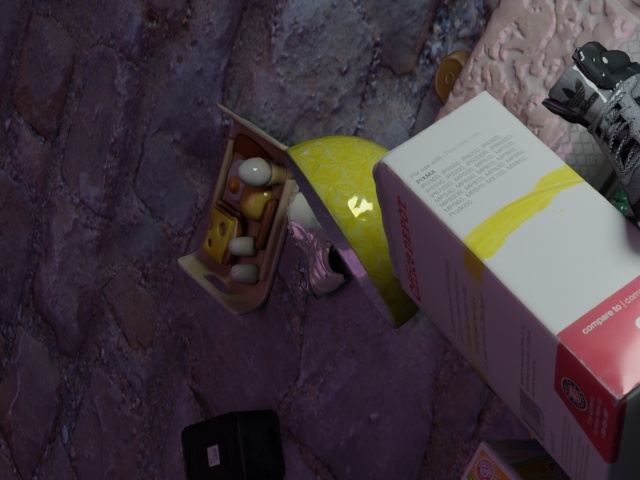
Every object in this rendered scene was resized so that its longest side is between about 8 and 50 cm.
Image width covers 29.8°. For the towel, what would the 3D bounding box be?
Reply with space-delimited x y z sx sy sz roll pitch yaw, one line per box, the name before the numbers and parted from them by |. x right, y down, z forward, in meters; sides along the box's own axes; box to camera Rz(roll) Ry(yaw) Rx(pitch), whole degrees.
towel | 0.290 -0.172 1.515 0.317 0.053 0.332 52 126 39

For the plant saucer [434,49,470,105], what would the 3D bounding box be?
plant saucer | 0.185 -0.225 1.683 0.083 0.015 0.083 -5 84 52

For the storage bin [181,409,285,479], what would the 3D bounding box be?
storage bin | -0.149 0.358 2.016 0.180 0.084 0.122 -26 67 49

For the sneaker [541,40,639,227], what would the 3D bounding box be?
sneaker | 0.308 -0.115 1.249 0.101 0.153 0.268 -57 8 35

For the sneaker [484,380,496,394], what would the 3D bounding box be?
sneaker | 0.236 0.101 1.551 0.083 0.084 0.215 116 162 -77

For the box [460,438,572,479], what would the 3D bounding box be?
box | 0.228 0.358 1.511 0.103 0.114 0.203 48 124 44

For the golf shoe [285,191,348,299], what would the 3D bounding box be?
golf shoe | 0.000 0.000 1.882 0.086 0.069 0.176 -22 73 28

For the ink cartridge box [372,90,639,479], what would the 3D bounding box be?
ink cartridge box | 0.244 0.062 1.328 0.385 0.160 0.279 48 165 31

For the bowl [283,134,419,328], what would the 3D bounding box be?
bowl | 0.089 -0.040 1.654 0.156 0.289 0.289 -32 52 -3

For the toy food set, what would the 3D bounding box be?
toy food set | -0.151 -0.055 2.038 0.219 0.092 0.306 36 115 47

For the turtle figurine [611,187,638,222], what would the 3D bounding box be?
turtle figurine | 0.409 -0.040 1.301 0.234 0.118 0.175 -39 23 58

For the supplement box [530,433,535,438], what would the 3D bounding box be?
supplement box | 0.303 0.217 1.473 0.083 0.055 0.043 -17 76 51
